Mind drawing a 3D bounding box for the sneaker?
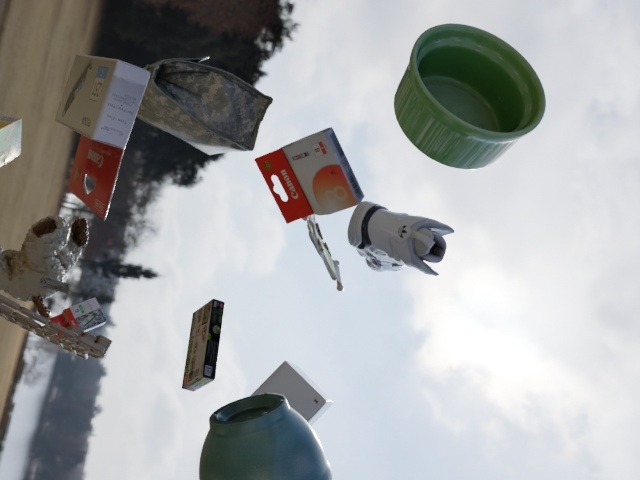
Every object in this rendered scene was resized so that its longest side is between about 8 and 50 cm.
[{"bbox_3d":[0.212,0.020,1.801,0.137,0.210,0.366,-69,155,-7],"label":"sneaker"}]

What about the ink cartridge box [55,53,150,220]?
[{"bbox_3d":[-0.414,-0.196,1.344,0.296,0.066,0.261,25,-82,57],"label":"ink cartridge box"}]

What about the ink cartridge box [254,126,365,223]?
[{"bbox_3d":[-0.028,-0.110,1.363,0.179,0.145,0.045,-19,-164,28],"label":"ink cartridge box"}]

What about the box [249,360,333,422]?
[{"bbox_3d":[-0.100,0.496,2.223,0.215,0.168,0.345,-45,169,-6],"label":"box"}]

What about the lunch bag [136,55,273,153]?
[{"bbox_3d":[-0.298,-0.322,1.710,0.235,0.287,0.168,6,-106,57],"label":"lunch bag"}]

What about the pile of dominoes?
[{"bbox_3d":[-0.542,0.162,1.492,0.196,0.251,0.040,-19,-137,57],"label":"pile of dominoes"}]

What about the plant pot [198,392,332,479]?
[{"bbox_3d":[-0.137,0.454,1.639,0.293,0.293,0.196,-172,-112,-74],"label":"plant pot"}]

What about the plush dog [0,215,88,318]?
[{"bbox_3d":[-0.646,0.050,1.765,0.225,0.263,0.210,-75,141,-67],"label":"plush dog"}]

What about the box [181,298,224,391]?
[{"bbox_3d":[-0.290,0.258,1.856,0.114,0.036,0.206,-34,-137,46],"label":"box"}]

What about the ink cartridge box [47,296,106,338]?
[{"bbox_3d":[-0.546,0.178,1.676,0.062,0.115,0.029,62,-33,8],"label":"ink cartridge box"}]

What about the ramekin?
[{"bbox_3d":[0.303,-0.295,1.582,0.148,0.304,0.303,122,-25,-54],"label":"ramekin"}]

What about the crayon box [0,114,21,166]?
[{"bbox_3d":[-0.705,-0.186,1.445,0.278,0.165,0.081,-96,-166,-71],"label":"crayon box"}]

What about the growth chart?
[{"bbox_3d":[0.000,0.000,1.678,0.172,0.021,0.237,-100,166,-59],"label":"growth chart"}]
